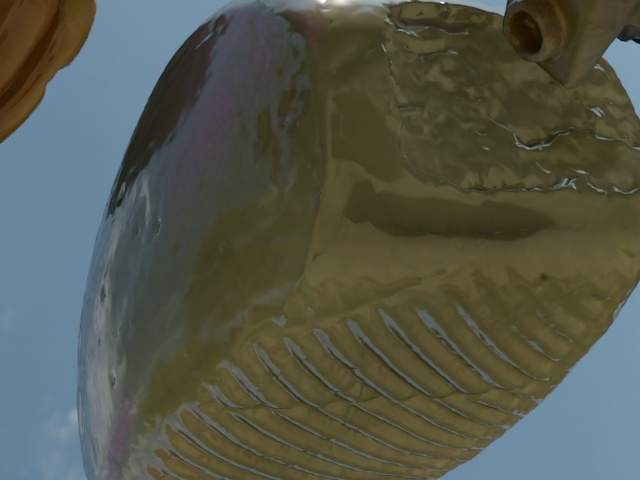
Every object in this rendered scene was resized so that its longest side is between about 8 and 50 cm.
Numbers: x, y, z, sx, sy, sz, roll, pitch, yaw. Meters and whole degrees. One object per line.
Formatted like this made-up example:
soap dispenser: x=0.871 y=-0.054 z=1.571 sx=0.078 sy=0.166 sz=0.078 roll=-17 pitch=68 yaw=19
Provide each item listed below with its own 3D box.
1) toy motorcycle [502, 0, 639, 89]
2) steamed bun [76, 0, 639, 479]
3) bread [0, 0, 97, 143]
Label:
toy motorcycle: x=0.079 y=-0.126 z=0.346 sx=0.130 sy=0.094 sz=0.229 roll=-29 pitch=-31 yaw=-29
steamed bun: x=0.000 y=0.000 z=0.572 sx=0.170 sy=0.238 sz=0.152 roll=0 pitch=-120 yaw=-27
bread: x=-0.289 y=-0.177 z=0.978 sx=0.311 sy=0.121 sz=0.172 roll=38 pitch=-92 yaw=-29
